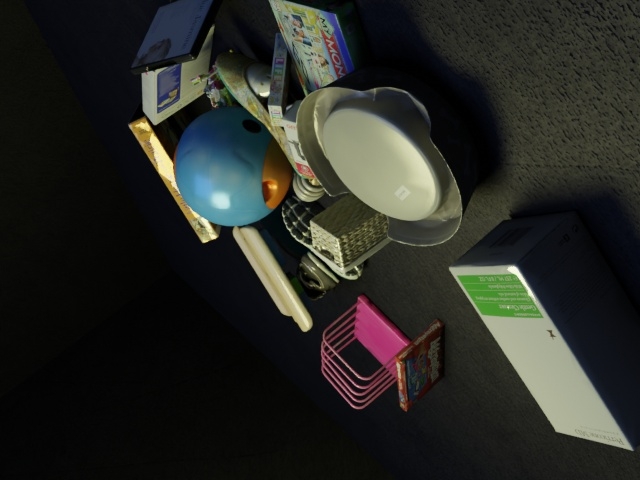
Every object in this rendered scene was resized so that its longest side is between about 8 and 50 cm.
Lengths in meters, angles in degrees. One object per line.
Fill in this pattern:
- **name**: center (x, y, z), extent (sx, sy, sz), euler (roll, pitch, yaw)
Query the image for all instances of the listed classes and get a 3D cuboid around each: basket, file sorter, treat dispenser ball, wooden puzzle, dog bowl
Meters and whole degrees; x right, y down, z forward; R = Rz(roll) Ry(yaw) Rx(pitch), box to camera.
- **basket**: center (0.070, -0.028, 1.768), extent (0.113, 0.167, 0.103), euler (34, 148, 41)
- **file sorter**: center (0.118, 0.331, 2.290), extent (0.202, 0.182, 0.290), euler (45, 161, 21)
- **treat dispenser ball**: center (-0.211, -0.178, 1.942), extent (0.288, 0.288, 0.288), euler (44, 160, 21)
- **wooden puzzle**: center (-0.123, 0.083, 2.238), extent (0.322, 0.080, 0.348), euler (58, 171, -7)
- **dog bowl**: center (0.124, -0.152, 1.413), extent (0.349, 0.102, 0.348), euler (32, 152, 20)

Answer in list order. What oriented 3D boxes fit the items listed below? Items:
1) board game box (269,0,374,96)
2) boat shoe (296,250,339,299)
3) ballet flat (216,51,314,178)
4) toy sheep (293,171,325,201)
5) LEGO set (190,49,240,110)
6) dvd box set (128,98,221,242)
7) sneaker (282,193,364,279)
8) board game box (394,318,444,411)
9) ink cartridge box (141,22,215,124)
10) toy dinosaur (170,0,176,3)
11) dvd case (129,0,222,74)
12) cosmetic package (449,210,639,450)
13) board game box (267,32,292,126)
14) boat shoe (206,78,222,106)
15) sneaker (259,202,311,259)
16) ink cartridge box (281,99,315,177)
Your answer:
- **board game box**: center (0.028, -0.314, 1.513), extent (0.213, 0.046, 0.317), euler (32, 154, 47)
- **boat shoe**: center (-0.015, 0.111, 2.197), extent (0.112, 0.095, 0.335), euler (44, 177, 11)
- **ballet flat**: center (-0.085, -0.292, 1.741), extent (0.348, 0.123, 0.123), euler (53, 162, -1)
- **toy sheep**: center (-0.025, -0.137, 1.909), extent (0.091, 0.091, 0.132), euler (49, 156, 7)
- **LEGO set**: center (-0.248, -0.366, 1.964), extent (0.132, 0.107, 0.287), euler (50, 161, 5)
- **dvd box set**: center (-0.403, -0.241, 2.377), extent (0.307, 0.062, 0.420), euler (-85, -29, -58)
- **sneaker**: center (0.000, 0.000, 2.086), extent (0.275, 0.107, 0.110), euler (49, 170, 7)
- **board game box**: center (0.252, 0.317, 2.008), extent (0.027, 0.145, 0.281), euler (39, 158, 30)
- **ink cartridge box**: center (-0.360, -0.424, 2.008), extent (0.069, 0.176, 0.371), euler (51, 162, 3)
- **toy dinosaur**: center (-0.323, -0.590, 1.839), extent (0.183, 0.053, 0.092), euler (31, 139, 30)
- **dvd case**: center (-0.316, -0.458, 1.763), extent (0.253, 0.180, 0.022), euler (2, 155, 47)
- **cosmetic package**: center (0.403, 0.144, 1.317), extent (0.365, 0.155, 0.197), euler (56, 159, -10)
- **board game box**: center (-0.080, -0.318, 1.597), extent (0.026, 0.154, 0.103), euler (5, 167, 3)
- **boat shoe**: center (-0.282, -0.390, 2.113), extent (0.035, 0.035, 0.100), euler (43, 160, 25)
- **sneaker**: center (-0.116, -0.036, 2.309), extent (0.228, 0.087, 0.092), euler (52, 164, 6)
- **ink cartridge box**: center (-0.005, -0.195, 1.603), extent (0.109, 0.063, 0.150), euler (19, 147, 31)
